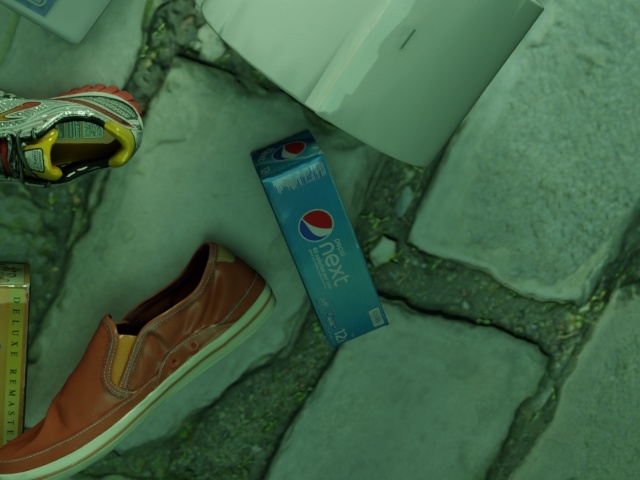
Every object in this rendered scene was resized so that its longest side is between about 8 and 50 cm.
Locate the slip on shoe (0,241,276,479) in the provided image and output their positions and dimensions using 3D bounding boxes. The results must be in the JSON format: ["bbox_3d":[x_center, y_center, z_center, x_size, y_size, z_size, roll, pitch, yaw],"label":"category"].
[{"bbox_3d":[-0.197,0.123,1.180,0.331,0.123,0.101,-39,109,-9],"label":"slip on shoe"}]

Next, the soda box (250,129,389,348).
[{"bbox_3d":[0.000,0.000,1.204,0.067,0.071,0.210,-22,119,-3],"label":"soda box"}]

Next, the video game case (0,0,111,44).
[{"bbox_3d":[-0.239,-0.348,0.943,0.329,0.036,0.300,28,108,-42],"label":"video game case"}]

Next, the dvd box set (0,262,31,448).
[{"bbox_3d":[-0.504,0.158,1.171,0.421,0.062,0.307,2,115,-14],"label":"dvd box set"}]

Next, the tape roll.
[{"bbox_3d":[0.044,-0.200,1.018,0.246,0.246,0.169,29,106,-24],"label":"tape roll"}]

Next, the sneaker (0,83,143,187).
[{"bbox_3d":[-0.273,-0.092,1.083,0.225,0.092,0.088,-11,118,-7],"label":"sneaker"}]
